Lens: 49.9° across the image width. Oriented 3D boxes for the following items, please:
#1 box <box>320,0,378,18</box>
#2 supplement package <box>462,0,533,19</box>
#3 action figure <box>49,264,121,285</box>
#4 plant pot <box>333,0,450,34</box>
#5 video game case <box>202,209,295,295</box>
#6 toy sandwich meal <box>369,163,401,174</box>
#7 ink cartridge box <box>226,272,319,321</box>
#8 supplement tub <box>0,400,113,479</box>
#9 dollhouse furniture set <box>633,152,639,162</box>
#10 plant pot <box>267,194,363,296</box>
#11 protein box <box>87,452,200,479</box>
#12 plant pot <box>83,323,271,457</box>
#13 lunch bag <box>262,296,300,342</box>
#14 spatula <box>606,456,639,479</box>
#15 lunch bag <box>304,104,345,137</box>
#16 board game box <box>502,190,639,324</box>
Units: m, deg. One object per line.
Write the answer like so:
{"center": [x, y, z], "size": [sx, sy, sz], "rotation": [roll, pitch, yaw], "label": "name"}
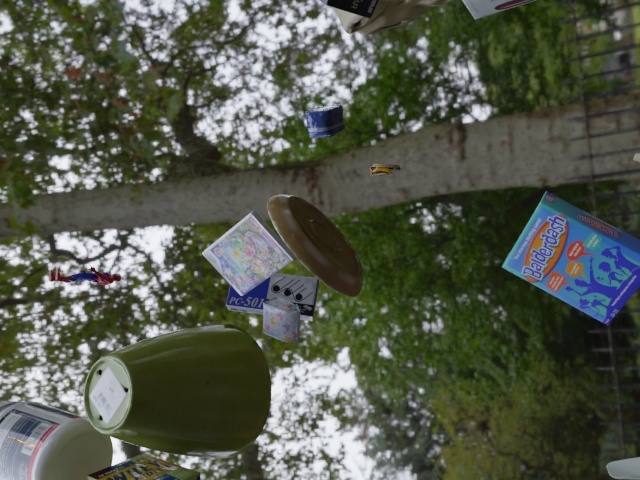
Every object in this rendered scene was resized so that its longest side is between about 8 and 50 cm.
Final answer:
{"center": [0.040, -0.271, 0.690], "size": [0.067, 0.018, 0.083], "rotation": [0, -56, -44], "label": "box"}
{"center": [0.218, -0.432, 0.862], "size": [0.261, 0.145, 0.204], "rotation": [3, -104, -64], "label": "supplement package"}
{"center": [-0.372, 0.057, 1.102], "size": [0.115, 0.038, 0.030], "rotation": [11, -112, -45], "label": "action figure"}
{"center": [0.096, -0.532, 1.158], "size": [0.333, 0.333, 0.306], "rotation": [-24, -86, -63], "label": "plant pot"}
{"center": [-0.102, 0.020, 0.969], "size": [0.087, 0.122, 0.011], "rotation": [48, -142, -9], "label": "video game case"}
{"center": [0.166, -0.180, 1.767], "size": [0.085, 0.085, 0.029], "rotation": [-3, -83, -64], "label": "toy sandwich meal"}
{"center": [-0.112, 0.129, 1.640], "size": [0.046, 0.206, 0.097], "rotation": [84, -166, -67], "label": "ink cartridge box"}
{"center": [-0.601, 0.455, 1.481], "size": [0.191, 0.272, 0.191], "rotation": [-11, -77, -56], "label": "supplement tub"}
{"center": [0.572, -0.129, 0.954], "size": [0.129, 0.183, 0.129], "rotation": [-123, 52, -65], "label": "dollhouse furniture set"}
{"center": [0.000, 0.000, 1.241], "size": [0.236, 0.032, 0.236], "rotation": [42, -163, -16], "label": "plant pot"}
{"center": [-0.335, 0.550, 1.344], "size": [0.135, 0.201, 0.200], "rotation": [-10, -85, -45], "label": "protein box"}
{"center": [-0.290, 0.292, 1.322], "size": [0.293, 0.274, 0.275], "rotation": [14, -108, -54], "label": "plant pot"}
{"center": [-0.071, 0.159, 1.365], "size": [0.053, 0.083, 0.071], "rotation": [-18, -64, -45], "label": "lunch bag"}
{"center": [0.496, 0.312, 0.854], "size": [0.168, 0.241, 0.019], "rotation": [-41, -58, -74], "label": "spatula"}
{"center": [0.013, -0.262, 1.532], "size": [0.098, 0.067, 0.065], "rotation": [-35, -58, -56], "label": "lunch bag"}
{"center": [0.447, 0.032, 1.198], "size": [0.047, 0.210, 0.160], "rotation": [-45, -20, -47], "label": "board game box"}
